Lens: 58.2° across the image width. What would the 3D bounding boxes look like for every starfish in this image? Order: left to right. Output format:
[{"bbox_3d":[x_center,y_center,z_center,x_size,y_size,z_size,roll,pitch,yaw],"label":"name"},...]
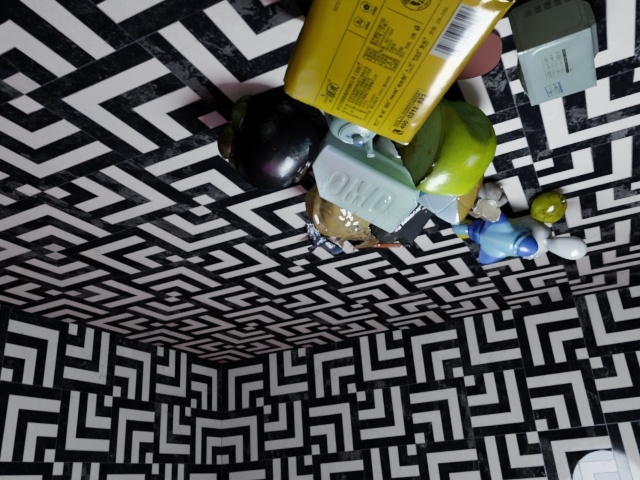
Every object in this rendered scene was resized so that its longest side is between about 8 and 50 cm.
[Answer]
[{"bbox_3d":[0.212,-0.023,2.115,0.302,0.060,0.299,-6,154,3],"label":"starfish"}]

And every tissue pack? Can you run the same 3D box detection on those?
[{"bbox_3d":[0.128,-0.389,1.002,0.293,0.228,0.382,20,150,-8],"label":"tissue pack"}]

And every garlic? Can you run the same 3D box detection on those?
[{"bbox_3d":[0.535,-0.128,1.887,0.131,0.127,0.194,14,-177,2],"label":"garlic"}]

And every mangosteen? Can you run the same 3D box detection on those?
[{"bbox_3d":[-0.129,-0.236,1.405,0.242,0.243,0.243,-4,156,-2],"label":"mangosteen"}]

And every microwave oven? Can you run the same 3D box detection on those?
[{"bbox_3d":[0.490,-0.405,1.210,0.162,0.122,0.208,-15,155,23],"label":"microwave oven"}]

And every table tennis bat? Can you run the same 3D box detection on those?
[{"bbox_3d":[0.327,-0.431,1.256,0.138,0.022,0.246,-10,158,11],"label":"table tennis bat"}]

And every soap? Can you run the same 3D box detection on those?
[{"bbox_3d":[0.110,-0.154,1.522,0.289,0.095,0.173,27,138,-10],"label":"soap"}]

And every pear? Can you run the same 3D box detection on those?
[{"bbox_3d":[0.326,-0.244,1.398,0.281,0.286,0.176,12,132,-33],"label":"pear"},{"bbox_3d":[0.775,-0.112,1.952,0.107,0.107,0.131,7,163,-24],"label":"pear"}]

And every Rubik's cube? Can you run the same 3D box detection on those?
[{"bbox_3d":[0.339,-0.147,1.655,0.254,0.254,0.254,-4,156,-2],"label":"Rubik's cube"}]

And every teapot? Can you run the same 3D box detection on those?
[{"bbox_3d":[0.083,-0.292,1.370,0.159,0.159,0.232,-14,155,20],"label":"teapot"}]

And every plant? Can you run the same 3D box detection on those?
[{"bbox_3d":[0.262,-0.089,1.856,0.141,0.164,0.256,13,136,-41],"label":"plant"}]

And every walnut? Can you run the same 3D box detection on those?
[{"bbox_3d":[0.062,-0.102,1.747,0.198,0.198,0.245,-21,152,34],"label":"walnut"}]

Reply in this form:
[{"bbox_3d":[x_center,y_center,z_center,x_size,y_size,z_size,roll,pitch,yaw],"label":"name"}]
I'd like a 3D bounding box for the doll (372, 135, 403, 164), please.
[{"bbox_3d":[0.168,-0.228,1.576,0.180,0.110,0.107,-30,175,35],"label":"doll"}]

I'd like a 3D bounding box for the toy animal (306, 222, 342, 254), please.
[{"bbox_3d":[0.000,0.000,2.123,0.108,0.062,0.220,-17,142,27],"label":"toy animal"}]

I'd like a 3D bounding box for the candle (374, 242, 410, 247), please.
[{"bbox_3d":[0.275,0.018,2.267,0.167,0.021,0.026,0,-178,-13],"label":"candle"}]

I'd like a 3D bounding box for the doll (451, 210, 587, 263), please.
[{"bbox_3d":[0.671,-0.002,2.019,0.365,0.187,0.376,6,168,-12],"label":"doll"}]
